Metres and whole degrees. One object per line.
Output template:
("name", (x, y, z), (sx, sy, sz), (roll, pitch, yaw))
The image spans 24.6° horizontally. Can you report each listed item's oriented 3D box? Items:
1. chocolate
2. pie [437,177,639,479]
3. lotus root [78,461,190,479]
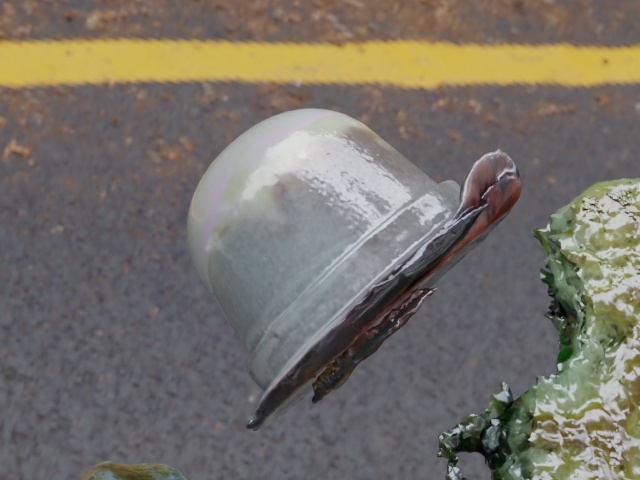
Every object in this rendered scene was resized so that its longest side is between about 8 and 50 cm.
("chocolate", (0.001, -0.005, 0.860), (0.147, 0.221, 0.221), (51, 39, 2))
("pie", (0.252, 0.110, 1.022), (0.296, 0.078, 0.371), (24, 50, 4))
("lotus root", (-0.135, 0.224, 1.136), (0.113, 0.088, 0.192), (11, 4, -19))
